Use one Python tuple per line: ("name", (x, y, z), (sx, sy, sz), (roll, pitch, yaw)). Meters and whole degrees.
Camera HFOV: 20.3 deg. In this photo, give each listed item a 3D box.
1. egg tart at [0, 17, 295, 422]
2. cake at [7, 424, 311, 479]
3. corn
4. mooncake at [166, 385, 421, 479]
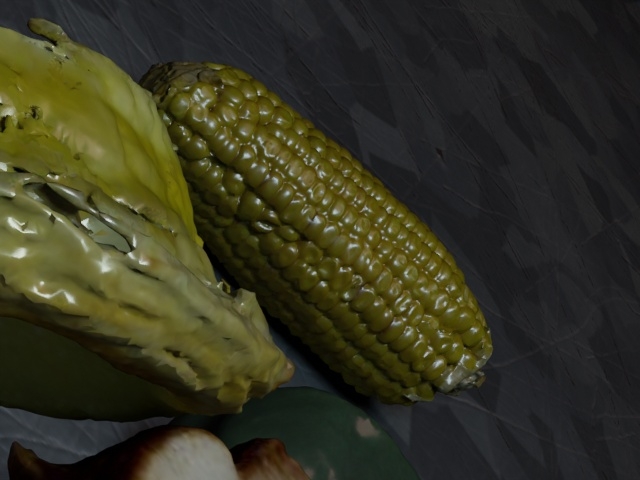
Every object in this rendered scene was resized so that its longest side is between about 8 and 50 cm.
("egg tart", (-0.152, -0.015, 0.672), (0.315, 0.315, 0.120), (32, 67, -47))
("cake", (-0.065, 0.218, 0.725), (0.293, 0.199, 0.196), (53, 29, -5))
("corn", (0.000, 0.000, 1.182), (0.322, 0.119, 0.119), (46, 27, -27))
("mooncake", (-0.025, 0.166, 0.949), (0.175, 0.168, 0.104), (27, 37, 4))
